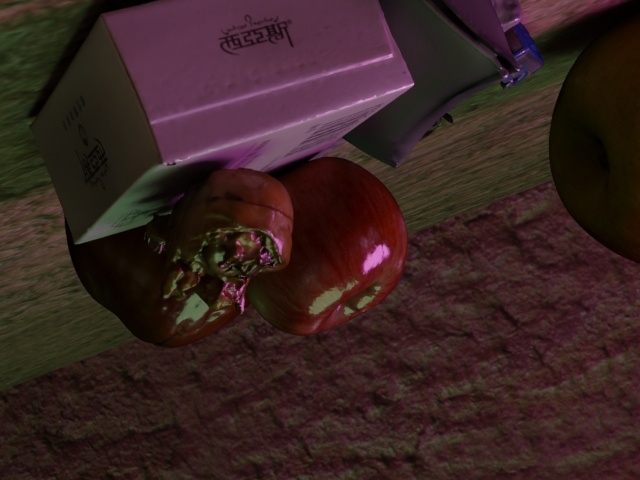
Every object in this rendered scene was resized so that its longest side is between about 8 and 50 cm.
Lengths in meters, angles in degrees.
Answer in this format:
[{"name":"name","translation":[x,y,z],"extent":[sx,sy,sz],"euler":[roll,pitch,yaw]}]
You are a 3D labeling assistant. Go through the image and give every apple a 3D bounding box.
[{"name":"apple","translation":[0.436,-0.118,1.646],"extent":[0.340,0.339,0.339],"euler":[-19,174,-2]},{"name":"apple","translation":[0.000,0.000,1.175],"extent":[0.146,0.131,0.146],"euler":[-26,164,-8]}]

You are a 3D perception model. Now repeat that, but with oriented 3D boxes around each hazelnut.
[{"name":"hazelnut","translation":[-0.134,-0.011,1.330],"extent":[0.230,0.229,0.229],"euler":[-19,174,-2]}]

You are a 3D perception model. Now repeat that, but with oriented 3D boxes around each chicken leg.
[{"name":"chicken leg","translation":[-0.083,0.001,1.042],"extent":[0.085,0.101,0.207],"euler":[14,172,-21]}]

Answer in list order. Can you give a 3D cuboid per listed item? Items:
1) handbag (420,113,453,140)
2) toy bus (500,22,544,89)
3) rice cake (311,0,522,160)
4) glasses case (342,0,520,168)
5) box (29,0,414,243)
[{"name":"handbag","translation":[0.109,-0.142,1.738],"extent":[0.072,0.047,0.111],"euler":[-13,170,-42]},{"name":"toy bus","translation":[0.198,-0.198,1.507],"extent":[0.061,0.051,0.153],"euler":[-34,171,12]},{"name":"rice cake","translation":[0.065,-0.163,1.293],"extent":[0.056,0.072,0.365],"euler":[-13,170,-33]},{"name":"glasses case","translation":[0.073,-0.150,1.133],"extent":[0.083,0.128,0.308],"euler":[-43,-178,-18]},{"name":"box","translation":[-0.087,-0.101,1.087],"extent":[0.203,0.116,0.274],"euler":[-20,176,-24]}]
